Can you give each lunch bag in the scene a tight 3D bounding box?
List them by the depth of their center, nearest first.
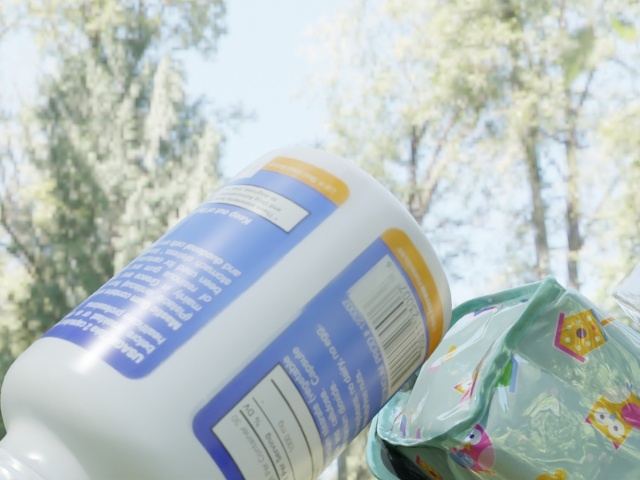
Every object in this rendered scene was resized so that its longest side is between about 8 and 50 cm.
[{"bbox_3d":[0.160,0.151,0.856,0.223,0.160,0.262,36,-17,-5],"label":"lunch bag"}]

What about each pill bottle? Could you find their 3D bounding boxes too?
[{"bbox_3d":[-0.067,0.083,0.643,0.272,0.152,0.152,-42,-3,-30],"label":"pill bottle"}]

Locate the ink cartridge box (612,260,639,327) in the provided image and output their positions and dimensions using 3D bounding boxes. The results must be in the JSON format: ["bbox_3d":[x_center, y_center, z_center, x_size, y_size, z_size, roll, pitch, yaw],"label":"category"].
[{"bbox_3d":[0.415,0.169,0.999,0.091,0.385,0.308,-43,0,5],"label":"ink cartridge box"}]
